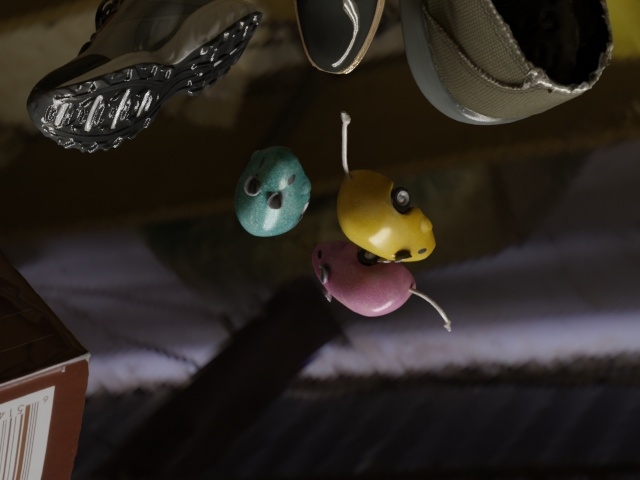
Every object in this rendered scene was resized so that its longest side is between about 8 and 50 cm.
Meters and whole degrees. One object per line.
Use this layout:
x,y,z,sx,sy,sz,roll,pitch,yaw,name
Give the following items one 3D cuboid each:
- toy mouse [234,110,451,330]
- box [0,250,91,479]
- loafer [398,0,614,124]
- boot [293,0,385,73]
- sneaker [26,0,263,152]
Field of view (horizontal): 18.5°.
0.000,0.000,1.036,0.143,0.161,0.031,0,-131,46,toy mouse
-0.346,0.039,1.400,0.191,0.143,0.381,-19,-133,-37,box
0.069,-0.162,0.709,0.094,0.251,0.087,-19,-161,-21,loafer
0.005,-0.203,1.481,0.077,0.198,0.137,9,-153,10,boot
-0.168,-0.163,1.713,0.271,0.108,0.100,-36,162,-48,sneaker
